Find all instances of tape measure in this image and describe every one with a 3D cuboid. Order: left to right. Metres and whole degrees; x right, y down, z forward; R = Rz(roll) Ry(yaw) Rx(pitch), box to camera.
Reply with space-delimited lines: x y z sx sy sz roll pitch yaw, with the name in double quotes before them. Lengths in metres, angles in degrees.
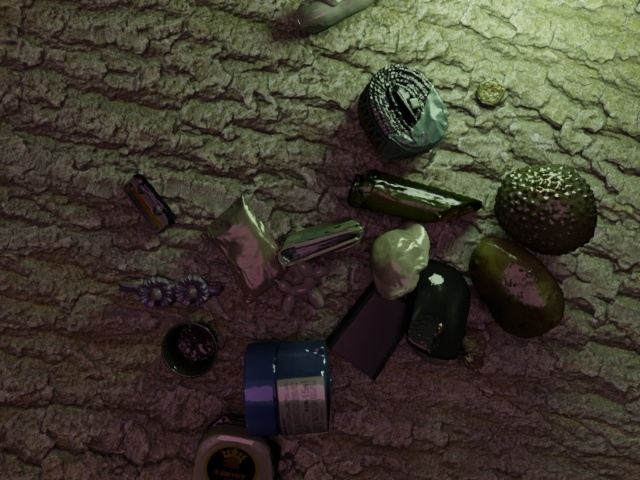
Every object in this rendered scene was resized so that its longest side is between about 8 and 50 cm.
"tape measure" -0.213 0.615 1.539 0.270 0.133 0.232 14 99 -2

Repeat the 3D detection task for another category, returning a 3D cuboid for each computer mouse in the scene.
"computer mouse" 0.326 0.176 1.476 0.168 0.087 0.295 20 55 -9

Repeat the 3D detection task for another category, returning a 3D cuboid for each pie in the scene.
"pie" 0.487 -0.427 1.553 0.084 0.021 0.084 0 94 4

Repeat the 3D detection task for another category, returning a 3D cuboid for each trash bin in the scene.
"trash bin" 0.147 0.248 1.531 0.165 0.115 0.226 36 90 -2

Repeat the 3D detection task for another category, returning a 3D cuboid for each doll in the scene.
"doll" -0.047 0.122 1.534 0.160 0.059 0.160 -10 113 1

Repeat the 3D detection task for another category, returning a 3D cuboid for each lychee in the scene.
"lychee" 0.597 -0.080 1.445 0.274 0.255 0.256 0 92 -17

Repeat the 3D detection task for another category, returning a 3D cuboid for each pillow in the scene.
"pillow" -0.214 0.025 1.548 0.173 0.067 0.270 -35 92 -5

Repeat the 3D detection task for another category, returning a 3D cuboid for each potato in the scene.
"potato" 0.531 0.129 1.485 0.173 0.210 0.307 -35 84 -20

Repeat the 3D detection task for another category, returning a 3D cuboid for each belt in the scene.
"belt" 0.226 -0.348 1.495 0.207 0.150 0.258 -35 92 -8

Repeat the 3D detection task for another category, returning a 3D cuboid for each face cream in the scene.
"face cream" -0.084 0.398 1.469 0.225 0.249 0.249 -1 92 -1

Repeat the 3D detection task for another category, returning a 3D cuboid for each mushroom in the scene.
"mushroom" 0.056 -0.658 1.515 0.277 0.096 0.099 -23 122 2

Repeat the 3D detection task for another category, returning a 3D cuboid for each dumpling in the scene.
"dumpling" 0.214 0.049 1.472 0.162 0.250 0.132 -18 135 33

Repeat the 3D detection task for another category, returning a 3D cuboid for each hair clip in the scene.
"hair clip" -0.424 0.142 1.554 0.291 0.084 0.106 2 110 -4

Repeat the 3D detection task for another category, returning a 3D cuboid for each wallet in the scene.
"wallet" 0.000 0.000 1.425 0.223 0.309 0.077 -14 95 -1

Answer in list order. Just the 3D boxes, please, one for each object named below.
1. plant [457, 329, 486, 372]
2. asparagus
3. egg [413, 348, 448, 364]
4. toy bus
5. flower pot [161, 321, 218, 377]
"plant" 0.419 0.320 1.562 0.121 0.104 0.117 -7 54 27
"asparagus" 0.268 -0.108 1.518 0.381 0.128 0.108 14 126 -1
"egg" 0.312 0.280 1.529 0.114 0.114 0.152 -38 94 1
"toy bus" -0.490 -0.105 1.550 0.072 0.057 0.172 -38 91 10
"flower pot" -0.359 0.296 1.538 0.157 0.107 0.158 0 95 1
